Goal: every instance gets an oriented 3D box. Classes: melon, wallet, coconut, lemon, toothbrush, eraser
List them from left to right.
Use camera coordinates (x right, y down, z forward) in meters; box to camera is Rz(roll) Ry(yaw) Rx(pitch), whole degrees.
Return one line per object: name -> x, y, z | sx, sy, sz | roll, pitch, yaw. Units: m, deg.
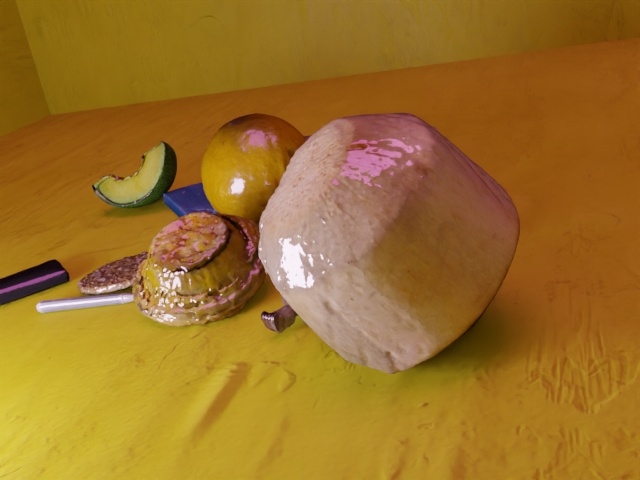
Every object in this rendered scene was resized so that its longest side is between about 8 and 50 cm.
wallet -> -0.711, 0.104, 1.815 | 0.250, 0.044, 0.149 | -20, 19, -23
toothbrush -> -0.435, 0.120, 1.653 | 0.342, 0.030, 0.025 | -9, 16, 11
melon -> -0.499, -0.161, 2.289 | 0.265, 0.129, 0.169 | -30, -13, 16
eraser -> -0.324, -0.100, 2.146 | 0.144, 0.043, 0.312 | -18, 22, -19
lemon -> -0.145, -0.162, 1.897 | 0.297, 0.297, 0.297 | -9, 21, 4
coconut -> 0.115, 0.013, 1.250 | 0.415, 0.415, 0.344 | -23, 14, -29

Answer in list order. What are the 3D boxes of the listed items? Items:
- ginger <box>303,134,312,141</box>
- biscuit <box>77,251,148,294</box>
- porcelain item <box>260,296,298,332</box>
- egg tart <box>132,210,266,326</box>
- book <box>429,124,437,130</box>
ginger -> 0.028, -0.224, 2.135 | 0.304, 0.155, 0.244 | 4, 27, 33
biscuit -> -0.438, 0.071, 1.764 | 0.219, 0.033, 0.220 | -15, 16, 4
porcelain item -> -0.022, 0.110, 1.437 | 0.084, 0.054, 0.213 | 5, 25, 41
egg tart -> -0.241, 0.035, 1.556 | 0.294, 0.123, 0.294 | -7, 42, 6
book -> 0.306, -0.344, 2.503 | 0.111, 0.014, 0.077 | -14, 19, -9
